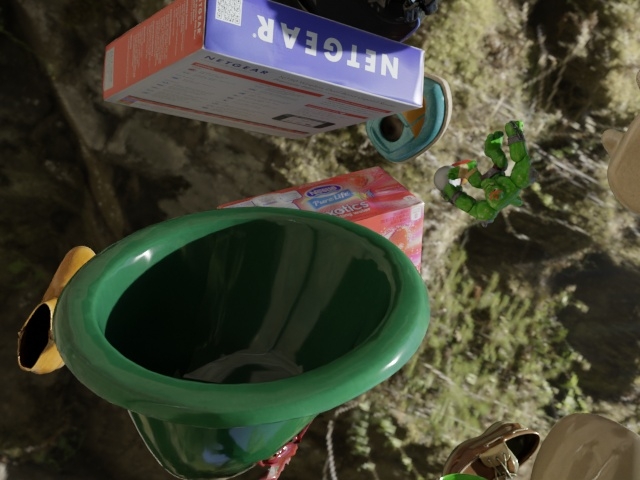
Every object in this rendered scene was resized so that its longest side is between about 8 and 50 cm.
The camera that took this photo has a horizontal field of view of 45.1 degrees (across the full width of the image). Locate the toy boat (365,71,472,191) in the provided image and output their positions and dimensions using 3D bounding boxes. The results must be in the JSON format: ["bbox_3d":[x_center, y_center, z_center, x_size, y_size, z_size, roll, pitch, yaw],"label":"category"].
[{"bbox_3d":[0.252,-0.256,1.897,0.148,0.318,0.267,-27,163,-46],"label":"toy boat"}]

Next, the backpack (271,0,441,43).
[{"bbox_3d":[0.037,-0.416,1.181,0.276,0.263,0.213,-26,-151,51],"label":"backpack"}]

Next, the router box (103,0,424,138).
[{"bbox_3d":[-0.081,-0.225,1.054,0.301,0.336,0.082,-4,-98,53],"label":"router box"}]

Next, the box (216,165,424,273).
[{"bbox_3d":[0.000,0.000,1.244,0.154,0.300,0.142,47,-34,49],"label":"box"}]

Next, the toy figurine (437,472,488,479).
[{"bbox_3d":[0.291,0.587,1.564,0.173,0.130,0.159,-44,136,-73],"label":"toy figurine"}]

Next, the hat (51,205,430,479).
[{"bbox_3d":[-0.046,0.105,0.406,0.173,0.208,0.183,26,-52,36],"label":"hat"}]

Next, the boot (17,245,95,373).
[{"bbox_3d":[-0.551,0.138,1.633,0.211,0.104,0.295,115,-13,-77],"label":"boot"}]

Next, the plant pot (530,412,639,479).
[{"bbox_3d":[0.506,0.497,1.453,0.191,0.284,0.284,-32,178,-31],"label":"plant pot"}]

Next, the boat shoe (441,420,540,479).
[{"bbox_3d":[0.418,0.531,1.869,0.324,0.122,0.120,-26,-169,-41],"label":"boat shoe"}]

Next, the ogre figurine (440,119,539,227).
[{"bbox_3d":[0.313,-0.113,1.391,0.197,0.097,0.118,-38,-118,13],"label":"ogre figurine"}]

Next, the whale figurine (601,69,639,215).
[{"bbox_3d":[0.605,-0.173,1.344,0.216,0.141,0.272,16,-56,41],"label":"whale figurine"}]
